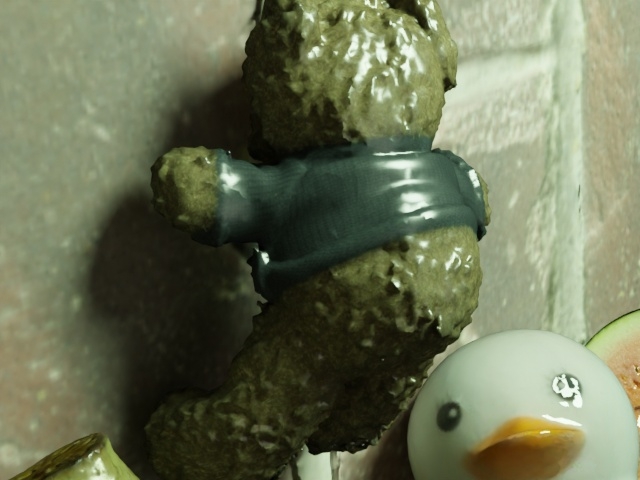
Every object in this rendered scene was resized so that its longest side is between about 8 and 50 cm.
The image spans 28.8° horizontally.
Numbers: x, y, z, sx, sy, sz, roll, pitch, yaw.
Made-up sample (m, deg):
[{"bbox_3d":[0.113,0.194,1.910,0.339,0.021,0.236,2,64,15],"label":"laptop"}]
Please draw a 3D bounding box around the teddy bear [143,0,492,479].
[{"bbox_3d":[0.015,0.006,0.585,0.182,0.129,0.251,-7,106,-48],"label":"teddy bear"}]

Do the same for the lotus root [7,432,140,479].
[{"bbox_3d":[-0.100,0.214,0.546,0.110,0.097,0.258,-18,109,-40],"label":"lotus root"}]

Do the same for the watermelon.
[{"bbox_3d":[0.210,0.119,0.870,0.069,0.087,0.163,53,59,-76],"label":"watermelon"}]

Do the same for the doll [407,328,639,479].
[{"bbox_3d":[0.127,0.163,0.731,0.221,0.221,0.251,-62,158,-15],"label":"doll"}]
